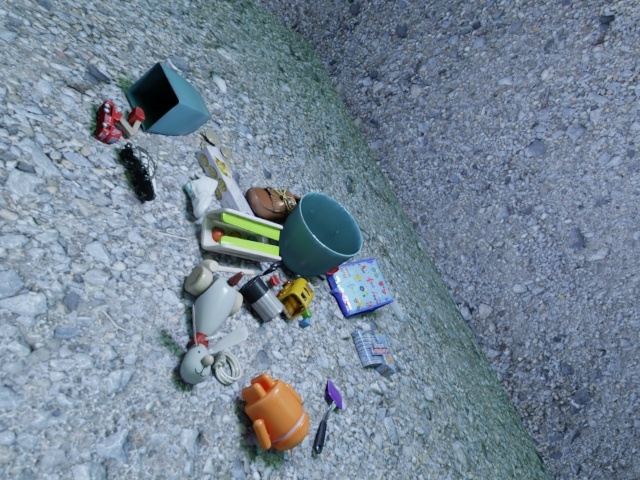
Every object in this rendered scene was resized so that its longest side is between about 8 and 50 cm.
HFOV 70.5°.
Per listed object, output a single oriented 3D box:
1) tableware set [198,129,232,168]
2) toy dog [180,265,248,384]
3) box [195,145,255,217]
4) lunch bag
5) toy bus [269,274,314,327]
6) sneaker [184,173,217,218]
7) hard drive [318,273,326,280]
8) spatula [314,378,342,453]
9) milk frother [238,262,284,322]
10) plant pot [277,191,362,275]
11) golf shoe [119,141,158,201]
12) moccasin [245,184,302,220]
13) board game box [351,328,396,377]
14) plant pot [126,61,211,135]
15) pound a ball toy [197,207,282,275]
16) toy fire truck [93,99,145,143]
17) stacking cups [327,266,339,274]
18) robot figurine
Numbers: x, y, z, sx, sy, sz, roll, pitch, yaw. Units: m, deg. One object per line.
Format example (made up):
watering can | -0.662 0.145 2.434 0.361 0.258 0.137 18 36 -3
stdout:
tableware set | -0.402 -0.350 1.767 0.169 0.020 0.141 44 31 -26
toy dog | -0.269 0.202 1.203 0.220 0.161 0.333 24 41 -47
box | -0.342 -0.192 1.636 0.323 0.067 0.063 62 27 9
lunch bag | 0.153 0.207 1.974 0.293 0.138 0.220 -2 64 -50
toy bus | -0.074 0.187 1.597 0.191 0.104 0.202 30 36 -51
sneaker | -0.405 -0.151 1.490 0.094 0.080 0.212 30 28 -22
hard drive | -0.029 0.097 1.885 0.135 0.022 0.094 39 31 -30
spatula | 0.024 0.559 1.441 0.084 0.030 0.296 53 26 -11
milk frother | -0.160 0.163 1.455 0.134 0.143 0.129 52 23 -10
plant pot | -0.025 0.002 1.730 0.293 0.235 0.292 27 39 -25
golf shoe | -0.514 -0.204 1.347 0.094 0.077 0.198 -2 63 -60
moccasin | -0.149 -0.147 1.817 0.380 0.147 0.139 18 45 -51
board game box | 0.231 0.464 1.867 0.194 0.060 0.194 17 45 -52
plant pot | -0.503 -0.469 1.577 0.165 0.166 0.234 61 20 10
pound a ball toy | -0.273 0.026 1.471 0.319 0.136 0.208 16 72 -53
toy fire truck | -0.611 -0.357 1.388 0.135 0.047 0.191 29 38 -45
stacking cups | 0.000 0.000 1.946 0.096 0.096 0.316 27 36 -45
robot figurine | -0.116 0.463 1.208 0.219 0.128 0.158 53 -1 -4
